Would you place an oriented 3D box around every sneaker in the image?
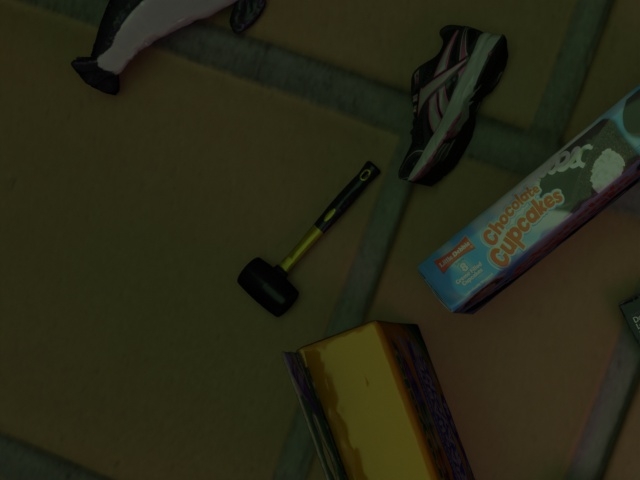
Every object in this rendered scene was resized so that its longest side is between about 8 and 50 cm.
[{"bbox_3d":[0.122,-0.140,1.576,0.077,0.072,0.178,27,84,24],"label":"sneaker"}]

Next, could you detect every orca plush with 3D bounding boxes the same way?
[{"bbox_3d":[-0.146,-0.275,1.644,0.151,0.102,0.287,29,108,-32],"label":"orca plush"}]

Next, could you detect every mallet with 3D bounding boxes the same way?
[{"bbox_3d":[0.000,0.000,1.603,0.189,0.039,0.062,-42,78,3],"label":"mallet"}]

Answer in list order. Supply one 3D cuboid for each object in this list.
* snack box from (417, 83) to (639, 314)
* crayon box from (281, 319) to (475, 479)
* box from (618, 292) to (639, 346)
[{"bbox_3d":[0.243,-0.049,1.473,0.322,0.187,0.060,-39,80,8],"label":"snack box"},{"bbox_3d":[0.068,0.182,1.427,0.083,0.323,0.203,-21,83,10],"label":"crayon box"},{"bbox_3d":[0.381,0.109,1.515,0.116,0.029,0.162,-27,83,8],"label":"box"}]
